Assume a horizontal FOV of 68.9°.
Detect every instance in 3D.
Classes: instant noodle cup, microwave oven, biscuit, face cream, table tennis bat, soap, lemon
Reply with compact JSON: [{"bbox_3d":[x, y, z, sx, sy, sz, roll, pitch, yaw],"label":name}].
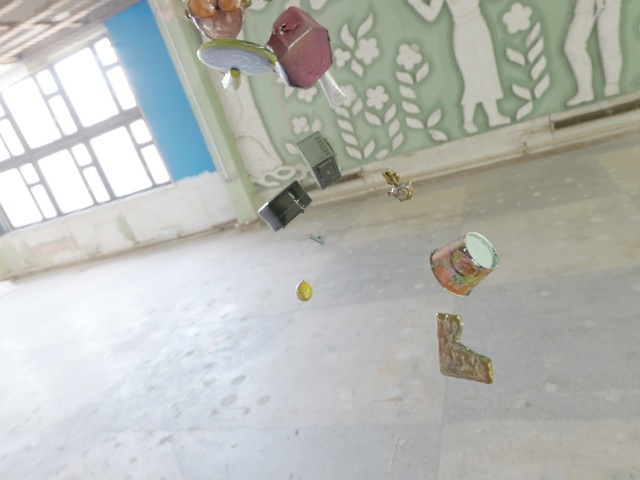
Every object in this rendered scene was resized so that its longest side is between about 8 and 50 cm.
[{"bbox_3d":[0.580,0.084,1.859,0.230,0.230,0.182,-39,-6,-47],"label":"instant noodle cup"},{"bbox_3d":[0.004,-0.339,1.983,0.129,0.163,0.205,-32,-24,0],"label":"microwave oven"},{"bbox_3d":[0.384,0.287,1.267,0.038,0.184,0.174,-3,-6,-33],"label":"biscuit"},{"bbox_3d":[0.036,-0.780,2.312,0.092,0.244,0.058,-31,17,7],"label":"face cream"},{"bbox_3d":[-0.258,-0.525,1.411,0.224,0.054,0.368,3,0,-17],"label":"table tennis bat"},{"bbox_3d":[-0.072,-0.639,1.568,0.220,0.127,0.325,-48,-13,-3],"label":"soap"},{"bbox_3d":[-0.060,0.182,1.685,0.065,0.065,0.092,-17,51,5],"label":"lemon"}]

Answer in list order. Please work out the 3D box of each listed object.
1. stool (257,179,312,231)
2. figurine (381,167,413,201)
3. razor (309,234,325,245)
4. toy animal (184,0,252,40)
[{"bbox_3d":[-0.157,-0.155,2.115,0.232,0.141,0.232,-40,8,7],"label":"stool"},{"bbox_3d":[0.278,-0.201,1.711,0.101,0.143,0.068,-59,7,41],"label":"figurine"},{"bbox_3d":[0.004,-0.007,2.365,0.084,0.036,0.211,29,5,8],"label":"razor"},{"bbox_3d":[-0.295,-0.674,1.368,0.195,0.169,0.281,-13,36,-4],"label":"toy animal"}]
